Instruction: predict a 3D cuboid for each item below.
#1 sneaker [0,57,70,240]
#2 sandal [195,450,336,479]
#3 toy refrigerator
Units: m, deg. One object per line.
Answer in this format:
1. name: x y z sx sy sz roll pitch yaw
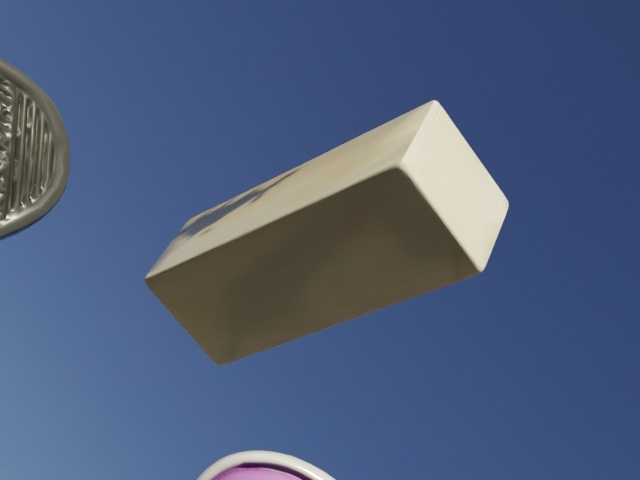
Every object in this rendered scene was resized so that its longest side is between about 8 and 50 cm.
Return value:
1. sneaker: -0.274 -0.025 0.484 0.178 0.295 0.124 164 -75 -63
2. sandal: -0.036 0.342 0.676 0.102 0.169 0.416 -45 139 -84
3. toy refrigerator: 0.000 0.000 0.844 0.269 0.094 0.102 -23 -66 38
